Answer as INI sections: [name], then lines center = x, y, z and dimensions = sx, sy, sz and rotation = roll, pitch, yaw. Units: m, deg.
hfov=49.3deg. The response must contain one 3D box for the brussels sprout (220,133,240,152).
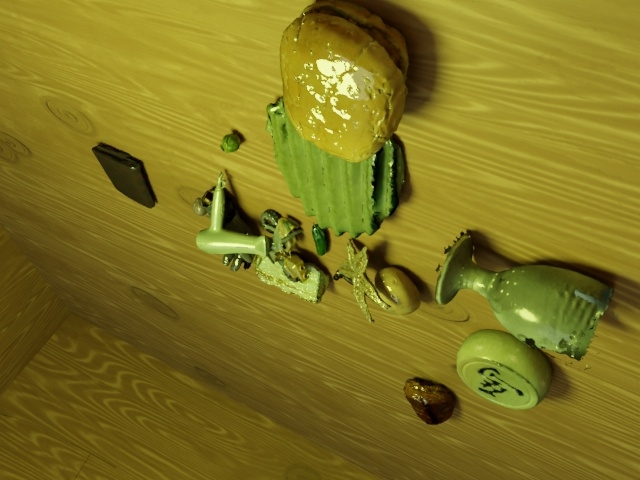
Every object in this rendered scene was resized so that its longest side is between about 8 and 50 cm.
[brussels sprout]
center = -0.225, -0.243, 1.744
dimensions = 0.083, 0.051, 0.046
rotation = -156, 49, -76

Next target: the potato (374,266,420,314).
[potato]
center = 0.198, 0.135, 1.825
dimensions = 0.112, 0.112, 0.147
rotation = -11, 119, 54

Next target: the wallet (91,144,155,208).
[wallet]
center = -0.623, -0.203, 2.239
dimensions = 0.182, 0.049, 0.229
rotation = 24, 153, 18

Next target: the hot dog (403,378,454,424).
[hot dog]
center = 0.351, 0.526, 2.284
dimensions = 0.161, 0.099, 0.226
rotation = 19, 150, 27

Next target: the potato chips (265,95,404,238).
[potato chips]
center = 0.024, -0.157, 1.593
dimensions = 0.359, 0.070, 0.429
rotation = 27, 149, 23

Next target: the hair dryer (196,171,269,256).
[hair dryer]
center = -0.245, -0.072, 1.919
dimensions = 0.207, 0.075, 0.237
rotation = 3, 108, 19

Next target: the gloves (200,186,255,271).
[gloves]
center = -0.261, -0.025, 2.049
dimensions = 0.142, 0.119, 0.285
rotation = 45, 153, 51

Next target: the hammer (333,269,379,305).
[hammer]
center = 0.116, 0.141, 2.017
dimensions = 0.178, 0.021, 0.065
rotation = 35, 153, -7

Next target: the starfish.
[starfish]
center = 0.102, 0.108, 1.830
dimensions = 0.231, 0.048, 0.295
rotation = 68, 161, 5

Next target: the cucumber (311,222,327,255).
[cucumber]
center = 0.000, 0.000, 1.897
dimensions = 0.039, 0.039, 0.168
rotation = 23, 154, 20

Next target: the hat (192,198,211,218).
[hat]
center = -0.362, -0.088, 2.142
dimensions = 0.058, 0.042, 0.087
rotation = 18, 148, 30

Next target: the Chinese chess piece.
[Chinese chess piece]
center = 0.484, 0.343, 1.851
dimensions = 0.250, 0.101, 0.250
rotation = 26, 150, 16

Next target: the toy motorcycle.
[toy motorcycle]
center = -0.093, 0.020, 1.952
dimensions = 0.130, 0.094, 0.229
rotation = -2, 117, 48

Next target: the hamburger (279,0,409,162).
[hamburger]
center = 0.036, -0.281, 1.276
dimensions = 0.260, 0.144, 0.283
rotation = 23, 146, 20

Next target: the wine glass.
[wine glass]
center = 0.429, 0.121, 1.475
dimensions = 0.357, 0.190, 0.190
rotation = 25, 152, 27

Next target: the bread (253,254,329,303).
[bread]
center = -0.086, 0.093, 2.082
dimensions = 0.232, 0.088, 0.128
rotation = 21, 126, 16
